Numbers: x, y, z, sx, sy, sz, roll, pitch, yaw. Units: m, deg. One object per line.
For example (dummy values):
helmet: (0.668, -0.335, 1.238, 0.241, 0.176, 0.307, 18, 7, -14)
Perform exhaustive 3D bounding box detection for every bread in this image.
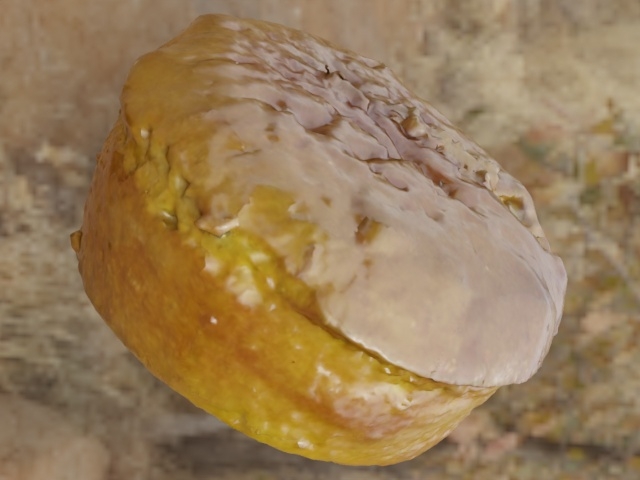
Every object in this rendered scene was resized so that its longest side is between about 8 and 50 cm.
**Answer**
bread: (0.003, -0.001, 1.070, 0.172, 0.312, 0.312, -55, 173, 27)
